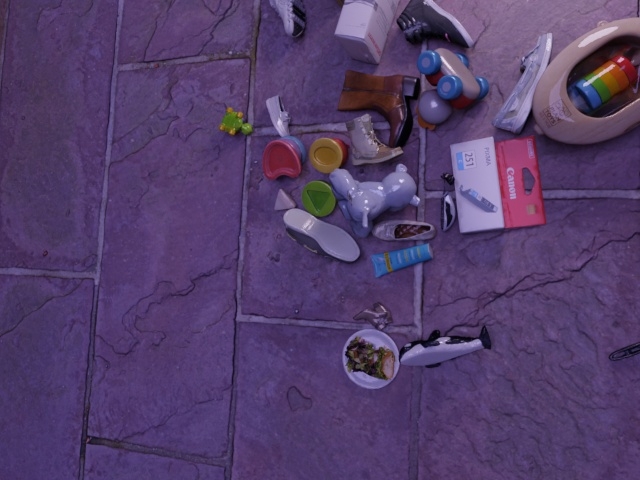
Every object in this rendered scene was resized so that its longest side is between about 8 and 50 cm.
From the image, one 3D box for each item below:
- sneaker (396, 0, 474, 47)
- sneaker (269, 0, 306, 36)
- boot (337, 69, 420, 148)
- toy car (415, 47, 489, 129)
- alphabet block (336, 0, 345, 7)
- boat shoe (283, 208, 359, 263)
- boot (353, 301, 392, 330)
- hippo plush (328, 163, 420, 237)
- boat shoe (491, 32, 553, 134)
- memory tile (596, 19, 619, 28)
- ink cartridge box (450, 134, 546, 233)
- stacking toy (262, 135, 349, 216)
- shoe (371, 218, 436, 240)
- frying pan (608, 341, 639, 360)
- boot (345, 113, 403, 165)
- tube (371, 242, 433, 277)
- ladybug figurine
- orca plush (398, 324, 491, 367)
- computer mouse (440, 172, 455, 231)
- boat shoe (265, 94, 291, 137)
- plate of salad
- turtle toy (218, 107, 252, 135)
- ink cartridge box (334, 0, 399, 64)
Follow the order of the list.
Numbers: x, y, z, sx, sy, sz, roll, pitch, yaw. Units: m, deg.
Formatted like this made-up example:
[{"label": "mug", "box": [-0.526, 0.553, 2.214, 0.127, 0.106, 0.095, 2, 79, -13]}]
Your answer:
[{"label": "sneaker", "box": [0.377, -0.701, 1.838, 0.147, 0.104, 0.296, -46, 66, 12]}, {"label": "sneaker", "box": [-0.130, -0.882, 2.041, 0.118, 0.110, 0.292, -15, 71, 25]}, {"label": "boot", "box": [0.181, -0.454, 1.884, 0.280, 0.096, 0.264, 12, 96, 25]}, {"label": "toy car", "box": [0.381, -0.477, 1.785, 0.210, 0.219, 0.238, 56, 131, 16]}, {"label": "alphabet block", "box": [0.069, -0.992, 1.924, 0.193, 0.197, 0.192, -38, 74, 13]}, {"label": "boat shoe", "box": [0.003, -0.003, 1.899, 0.305, 0.091, 0.109, 31, 58, 18]}, {"label": "boot", "box": [0.179, 0.266, 1.831, 0.118, 0.042, 0.087, -34, 73, 11]}, {"label": "hippo plush", "box": [0.178, -0.166, 1.764, 0.236, 0.294, 0.234, -28, 82, -4]}, {"label": "boat shoe", "box": [0.643, -0.498, 1.711, 0.103, 0.118, 0.321, 22, 99, 18]}, {"label": "memory tile", "box": [0.906, -0.610, 1.681, 0.113, 0.012, 0.148, 6, 87, 20]}, {"label": "ink cartridge box", "box": [0.561, -0.180, 1.731, 0.261, 0.066, 0.297, -8, 82, 20]}, {"label": "stacking toy", "box": [-0.042, -0.242, 1.959, 0.308, 0.130, 0.280, 6, 113, 23]}, {"label": "shoe", "box": [0.274, -0.037, 1.821, 0.218, 0.058, 0.077, 0, 84, 20]}, {"label": "frying pan", "box": [0.995, 0.246, 1.542, 0.326, 0.053, 0.197, -2, 83, 16]}, {"label": "boot", "box": [0.174, -0.341, 1.824, 0.213, 0.077, 0.165, 0, 106, 48]}, {"label": "tube", "box": [0.272, 0.061, 1.822, 0.207, 0.052, 0.080, -17, 69, 24]}, {"label": "ladybug figurine", "box": [0.825, -0.452, 1.603, 0.449, 0.162, 0.305, -31, 85, 11]}, {"label": "orca plush", "box": [0.383, 0.314, 1.725, 0.287, 0.151, 0.102, -24, 45, 19]}, {"label": "computer mouse", "box": [0.418, -0.124, 1.772, 0.042, 0.106, 0.193, 0, 96, 1]}, {"label": "boat shoe", "box": [-0.144, -0.456, 2.019, 0.063, 0.066, 0.184, -27, 66, 16]}, {"label": "plate of salad", "box": [0.164, 0.397, 1.820, 0.199, 0.048, 0.200, -2, 84, 20]}, {"label": "turtle toy", "box": [-0.320, -0.441, 2.073, 0.130, 0.066, 0.095, 27, 93, 20]}, {"label": "ink cartridge box", "box": [0.166, -0.781, 1.860, 0.117, 0.207, 0.283, 18, 90, 21]}]
